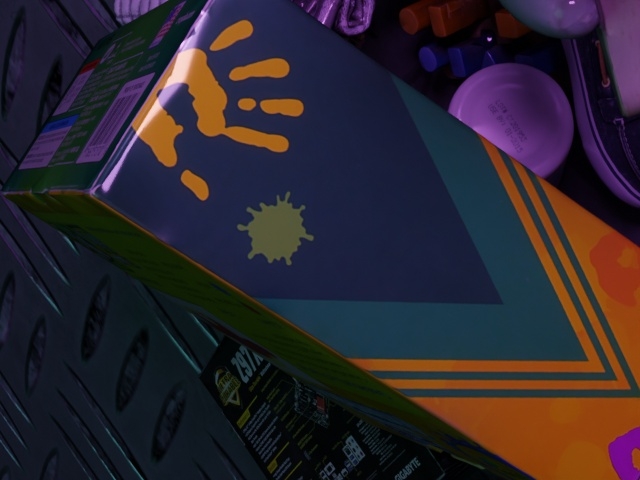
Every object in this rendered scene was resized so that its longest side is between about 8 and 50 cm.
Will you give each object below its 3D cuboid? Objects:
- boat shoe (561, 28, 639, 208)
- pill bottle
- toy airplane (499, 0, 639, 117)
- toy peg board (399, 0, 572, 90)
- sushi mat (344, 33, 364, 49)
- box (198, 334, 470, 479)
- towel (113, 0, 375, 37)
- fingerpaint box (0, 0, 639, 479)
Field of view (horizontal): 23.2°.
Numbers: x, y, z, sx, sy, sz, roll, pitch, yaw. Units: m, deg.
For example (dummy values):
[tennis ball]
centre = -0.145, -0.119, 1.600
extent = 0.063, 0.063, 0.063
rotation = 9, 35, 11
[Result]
[boat shoe]
centre = 0.210, -0.108, 1.027
extent = 0.083, 0.065, 0.183
rotation = -4, 110, 59
[pill bottle]
centre = 0.132, -0.063, 1.116
extent = 0.087, 0.087, 0.160
rotation = 55, 176, 12
[toy airplane]
centre = 0.084, -0.267, 0.714
extent = 0.272, 0.384, 0.386
rotation = -3, 85, 26
[toy peg board]
centre = 0.106, -0.178, 1.116
extent = 0.161, 0.079, 0.160
rotation = 14, 125, 52
[sushi mat]
centre = -0.062, -0.301, 1.329
extent = 0.316, 0.019, 0.151
rotation = 45, 147, 28
[box]
centre = 0.015, 0.161, 1.525
extent = 0.257, 0.079, 0.322
rotation = 56, 149, 14
[towel]
centre = -0.039, -0.277, 1.137
extent = 0.235, 0.121, 0.283
rotation = 16, 102, 57
[fingerpaint box]
centre = 0.000, 0.000, 1.078
extent = 0.371, 0.163, 0.445
rotation = 34, 172, -15
